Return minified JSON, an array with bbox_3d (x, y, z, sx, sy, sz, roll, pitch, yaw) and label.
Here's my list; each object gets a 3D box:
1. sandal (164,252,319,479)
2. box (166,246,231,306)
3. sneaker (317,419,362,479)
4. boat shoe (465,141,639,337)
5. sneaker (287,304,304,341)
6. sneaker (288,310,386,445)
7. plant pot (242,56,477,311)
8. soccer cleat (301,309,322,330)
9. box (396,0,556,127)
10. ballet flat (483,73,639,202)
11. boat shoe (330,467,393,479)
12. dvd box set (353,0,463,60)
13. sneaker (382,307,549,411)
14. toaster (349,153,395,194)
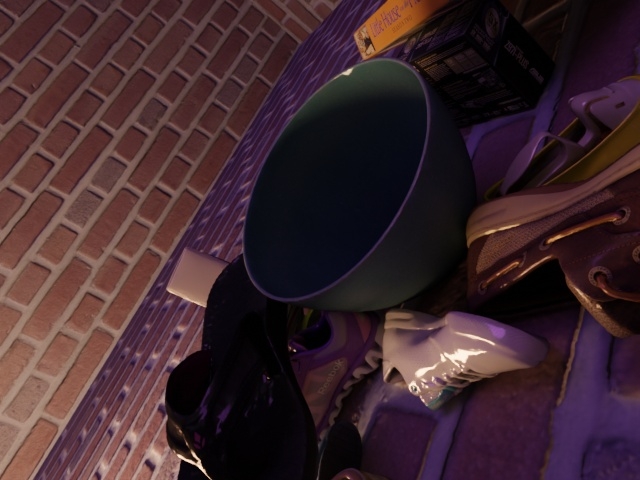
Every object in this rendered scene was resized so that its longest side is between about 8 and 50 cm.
[{"bbox_3d":[-0.111,0.147,0.566,0.167,0.107,0.446,-37,31,14],"label":"sandal"},{"bbox_3d":[-0.226,0.084,1.070,0.275,0.113,0.094,121,171,-84],"label":"box"},{"bbox_3d":[0.000,0.264,0.543,0.059,0.053,0.144,-27,34,55],"label":"sneaker"},{"bbox_3d":[0.228,0.012,0.360,0.342,0.123,0.123,-18,51,61],"label":"boat shoe"},{"bbox_3d":[-0.062,0.162,0.805,0.088,0.092,0.225,-8,63,37],"label":"sneaker"},{"bbox_3d":[-0.013,0.171,0.635,0.236,0.104,0.095,-56,23,5],"label":"sneaker"},{"bbox_3d":[0.071,-0.036,0.604,0.290,0.195,0.290,-31,46,37],"label":"plant pot"},{"bbox_3d":[0.035,0.084,0.741,0.179,0.060,0.072,-57,30,12],"label":"soccer cleat"},{"bbox_3d":[0.211,-0.247,0.727,0.078,0.147,0.180,-60,21,-12],"label":"box"},{"bbox_3d":[0.258,-0.097,0.499,0.231,0.077,0.077,-46,22,20],"label":"ballet flat"},{"bbox_3d":[-0.027,0.325,0.422,0.104,0.089,0.285,17,71,45],"label":"boat shoe"},{"bbox_3d":[0.242,-0.401,0.768,0.307,0.062,0.420,-26,13,-5],"label":"dvd box set"},{"bbox_3d":[0.126,0.119,0.483,0.212,0.080,0.094,-19,52,67],"label":"sneaker"},{"bbox_3d":[0.093,-0.100,0.793,0.227,0.129,0.146,-43,28,24],"label":"toaster"}]
